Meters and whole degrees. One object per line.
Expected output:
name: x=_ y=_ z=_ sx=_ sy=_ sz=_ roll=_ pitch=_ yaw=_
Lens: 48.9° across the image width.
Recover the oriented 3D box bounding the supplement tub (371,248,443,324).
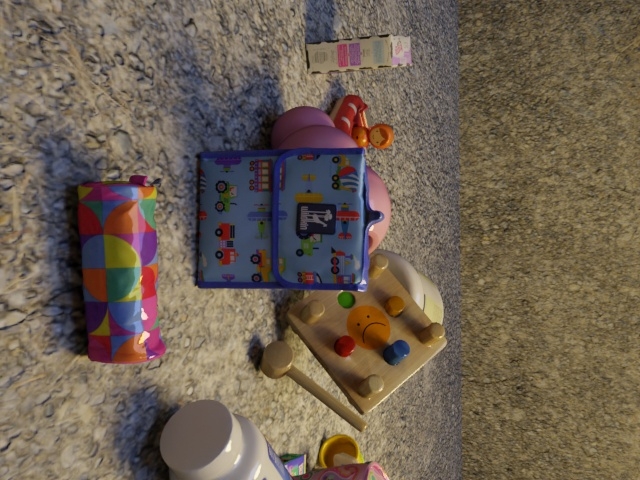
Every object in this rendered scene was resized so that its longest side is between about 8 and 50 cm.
supplement tub: x=0.167 y=0.164 z=1.714 sx=0.325 sy=0.235 sz=0.235 roll=33 pitch=59 yaw=-64

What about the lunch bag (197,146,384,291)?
lunch bag: x=-0.038 y=-0.031 z=1.128 sx=0.138 sy=0.293 sz=0.221 roll=4 pitch=86 yaw=-68

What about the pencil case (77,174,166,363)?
pencil case: x=-0.246 y=0.035 z=0.881 sx=0.104 sy=0.104 sz=0.236 roll=-9 pitch=100 yaw=-68

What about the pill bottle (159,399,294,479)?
pill bottle: x=-0.138 y=0.359 z=1.073 sx=0.272 sy=0.152 sz=0.152 roll=68 pitch=31 yaw=-43

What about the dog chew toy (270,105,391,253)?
dog chew toy: x=-0.001 y=-0.116 z=1.309 sx=0.206 sy=0.207 sz=0.332 roll=51 pitch=15 yaw=-58

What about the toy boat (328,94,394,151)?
toy boat: x=0.097 y=-0.241 z=1.651 sx=0.231 sy=0.151 sz=0.151 roll=-67 pitch=148 yaw=-44

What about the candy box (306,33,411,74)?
candy box: x=0.089 y=-0.414 z=1.570 sx=0.165 sy=0.196 sz=0.070 roll=-31 pitch=119 yaw=-64

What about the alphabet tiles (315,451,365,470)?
alphabet tiles: x=0.089 y=0.600 z=1.498 sx=0.021 sy=0.278 sz=0.284 roll=-13 pitch=103 yaw=-39

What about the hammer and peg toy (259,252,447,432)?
hammer and peg toy: x=0.060 y=0.213 z=1.402 sx=0.361 sy=0.266 sz=0.127 roll=-35 pitch=169 yaw=-30

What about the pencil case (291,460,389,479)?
pencil case: x=-0.016 y=0.459 z=1.209 sx=0.124 sy=0.284 sz=0.124 roll=47 pitch=34 yaw=-45

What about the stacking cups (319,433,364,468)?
stacking cups: x=0.083 y=0.573 z=1.707 sx=0.316 sy=0.096 sz=0.096 roll=66 pitch=32 yaw=-49

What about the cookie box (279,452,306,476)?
cookie box: x=-0.067 y=0.477 z=1.394 sx=0.107 sy=0.040 sz=0.092 roll=13 pitch=77 yaw=-68
